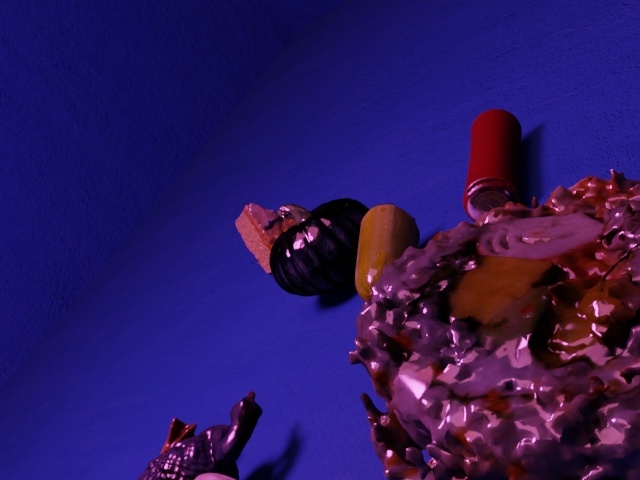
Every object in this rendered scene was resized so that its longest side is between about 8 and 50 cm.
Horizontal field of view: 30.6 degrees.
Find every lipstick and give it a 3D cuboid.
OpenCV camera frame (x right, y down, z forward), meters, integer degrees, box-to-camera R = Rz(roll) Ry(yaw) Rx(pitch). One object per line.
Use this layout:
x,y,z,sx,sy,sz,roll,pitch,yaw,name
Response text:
0.247,-0.108,1.667,0.080,0.080,0.241,-37,18,27,lipstick

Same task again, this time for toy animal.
-0.183,0.325,1.586,0.298,0.122,0.185,-46,16,0,toy animal

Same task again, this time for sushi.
0.213,0.078,1.004,0.417,0.176,0.417,-22,27,12,sushi

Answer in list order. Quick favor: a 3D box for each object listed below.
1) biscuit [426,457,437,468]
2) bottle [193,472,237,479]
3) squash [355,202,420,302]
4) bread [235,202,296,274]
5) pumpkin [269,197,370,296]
0.132,0.240,1.098,0.168,0.070,0.082,-38,51,20,biscuit
-0.157,0.399,1.341,0.120,0.120,0.253,-25,25,51,bottle
0.091,0.037,1.685,0.095,0.095,0.188,-36,21,29,squash
-0.082,-0.017,2.154,0.127,0.152,0.147,-49,7,-18,bread
0.008,0.011,1.870,0.194,0.150,0.194,-10,25,5,pumpkin
